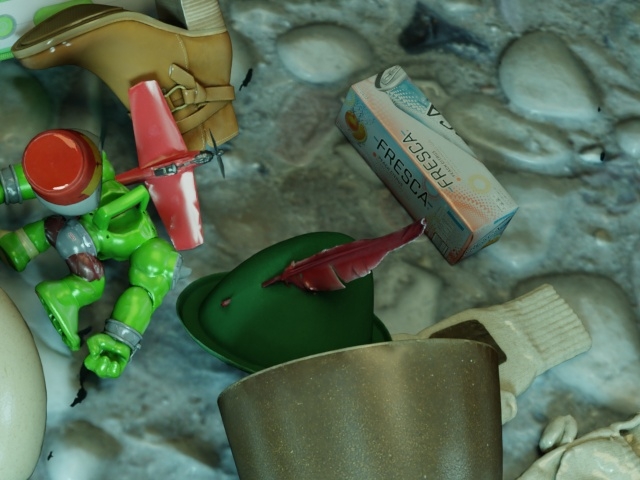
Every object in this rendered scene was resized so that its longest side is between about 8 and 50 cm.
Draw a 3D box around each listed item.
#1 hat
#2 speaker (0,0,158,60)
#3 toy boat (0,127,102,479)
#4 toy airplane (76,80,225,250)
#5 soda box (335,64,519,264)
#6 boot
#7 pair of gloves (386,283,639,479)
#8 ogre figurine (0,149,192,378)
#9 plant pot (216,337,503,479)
[{"bbox_3d":[0.000,0.000,1.309,0.208,0.183,0.173,22,28,18],"label":"hat"},{"bbox_3d":[-0.269,-0.220,1.448,0.296,0.131,0.131,-19,64,-29],"label":"speaker"},{"bbox_3d":[-0.272,0.041,1.222,0.267,0.148,0.318,43,88,-1],"label":"toy boat"},{"bbox_3d":[-0.154,-0.056,1.395,0.151,0.151,0.028,20,12,-5],"label":"toy airplane"},{"bbox_3d":[0.095,-0.069,1.509,0.063,0.058,0.183,-27,69,-32],"label":"soda box"},{"bbox_3d":[-0.158,-0.132,1.421,0.197,0.152,0.073,-20,23,-24],"label":"boot"},{"bbox_3d":[0.181,0.152,1.395,0.204,0.042,0.240,-16,64,-28],"label":"pair of gloves"},{"bbox_3d":[-0.187,0.005,1.334,0.118,0.097,0.197,-34,60,-17],"label":"ogre figurine"},{"bbox_3d":[0.046,0.212,1.222,0.215,0.215,0.230,-3,71,-21],"label":"plant pot"}]
